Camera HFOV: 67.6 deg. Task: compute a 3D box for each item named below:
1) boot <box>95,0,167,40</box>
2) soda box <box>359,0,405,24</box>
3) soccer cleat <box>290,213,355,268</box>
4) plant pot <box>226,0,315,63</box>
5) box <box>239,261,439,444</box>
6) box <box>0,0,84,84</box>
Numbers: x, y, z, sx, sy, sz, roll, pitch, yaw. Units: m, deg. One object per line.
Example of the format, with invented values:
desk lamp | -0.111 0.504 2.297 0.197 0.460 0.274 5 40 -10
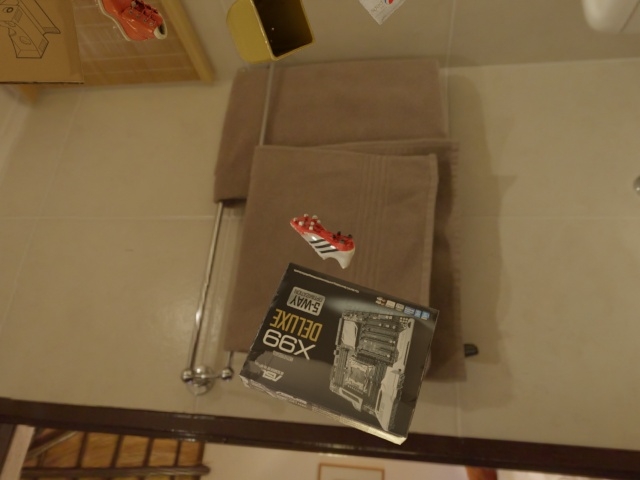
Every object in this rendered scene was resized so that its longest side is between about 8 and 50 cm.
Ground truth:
boot | -0.299 -0.371 0.760 0.158 0.085 0.059 89 -171 -85
soda box | 0.083 -0.374 0.651 0.074 0.069 0.216 40 -146 -24
soccer cleat | 0.000 0.000 0.487 0.029 0.083 0.035 -27 -48 -42
plant pot | -0.072 -0.273 0.611 0.081 0.083 0.081 -39 -60 -35
box | 0.039 0.201 0.892 0.076 0.308 0.242 91 -160 -59
box | -0.527 -0.381 0.855 0.021 0.165 0.201 -179 82 -67
